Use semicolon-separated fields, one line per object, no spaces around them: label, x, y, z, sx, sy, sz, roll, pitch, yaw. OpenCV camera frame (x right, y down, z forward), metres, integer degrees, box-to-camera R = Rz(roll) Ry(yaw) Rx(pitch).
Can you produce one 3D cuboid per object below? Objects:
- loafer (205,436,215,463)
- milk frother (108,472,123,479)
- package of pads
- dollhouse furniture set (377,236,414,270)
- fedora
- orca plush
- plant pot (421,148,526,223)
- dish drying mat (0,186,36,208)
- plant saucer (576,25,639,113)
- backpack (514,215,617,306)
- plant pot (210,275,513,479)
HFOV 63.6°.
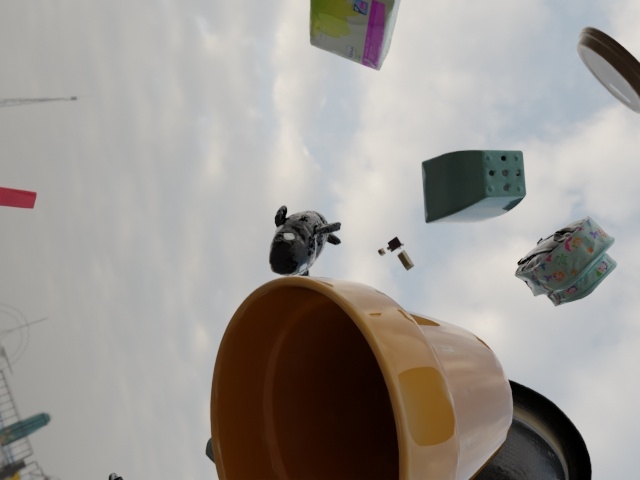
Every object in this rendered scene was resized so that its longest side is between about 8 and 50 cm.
loafer;-0.175;0.580;1.316;0.267;0.096;0.084;25;-49;-10
milk frother;-0.366;0.474;0.834;0.143;0.135;0.129;62;-34;12
package of pads;0.081;-0.590;1.351;0.229;0.101;0.296;23;-14;5
dollhouse furniture set;0.267;0.057;1.738;0.091;0.081;0.114;-39;-109;26
fedora;0.247;0.373;0.810;0.334;0.152;0.334;4;-78;19
orca plush;0.000;0.000;0.987;0.102;0.287;0.151;-13;-95;19
plant pot;0.371;-0.134;1.231;0.234;0.165;0.165;164;-76;-75
dish drying mat;-0.522;-0.073;0.871;0.008;0.083;0.032;23;-83;26
plant saucer;0.716;-0.401;1.244;0.041;0.278;0.278;-43;-112;21
backpack;0.678;0.055;1.409;0.191;0.225;0.253;47;-11;17
plant pot;0.046;0.133;0.407;0.205;0.188;0.205;-7;-100;48
